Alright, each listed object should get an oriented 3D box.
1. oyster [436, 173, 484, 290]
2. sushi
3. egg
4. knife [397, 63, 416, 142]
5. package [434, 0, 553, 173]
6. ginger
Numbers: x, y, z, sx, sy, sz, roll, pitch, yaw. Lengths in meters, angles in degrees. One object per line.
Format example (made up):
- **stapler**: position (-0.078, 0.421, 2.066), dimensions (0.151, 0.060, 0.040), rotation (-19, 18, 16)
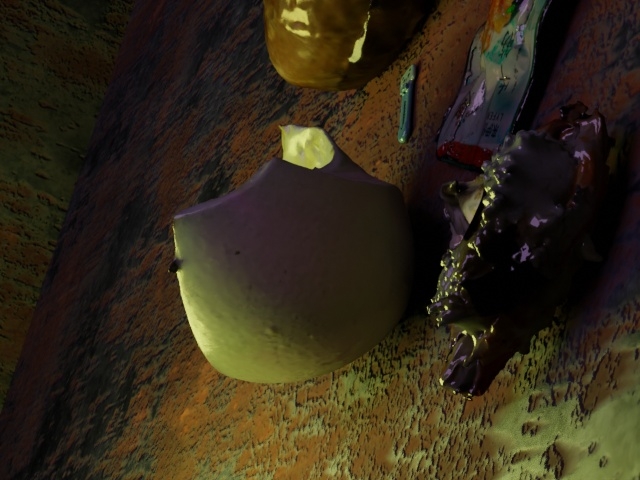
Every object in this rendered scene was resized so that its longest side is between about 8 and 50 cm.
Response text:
- **oyster**: position (0.131, -0.010, 1.519), dimensions (0.200, 0.061, 0.106), rotation (-178, 91, -75)
- **sushi**: position (0.138, 0.007, 1.374), dimensions (0.097, 0.103, 0.226), rotation (29, 99, 56)
- **egg**: position (0.004, 0.017, 1.667), dimensions (0.271, 0.161, 0.206), rotation (-28, -64, -64)
- **knife**: position (0.079, -0.128, 1.856), dimensions (0.027, 0.010, 0.096), rotation (-52, 23, 43)
- **package**: position (0.154, -0.169, 1.634), dimensions (0.232, 0.040, 0.166), rotation (-69, 18, 2)
- **ginger**: position (0.042, -0.277, 1.903), dimensions (0.165, 0.172, 0.321), rotation (49, 121, 26)
